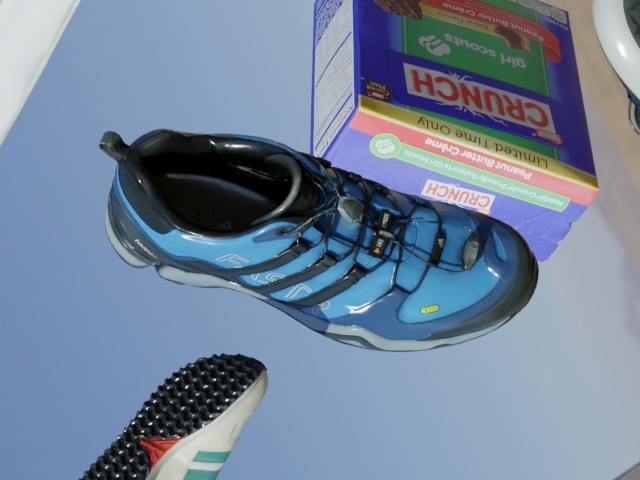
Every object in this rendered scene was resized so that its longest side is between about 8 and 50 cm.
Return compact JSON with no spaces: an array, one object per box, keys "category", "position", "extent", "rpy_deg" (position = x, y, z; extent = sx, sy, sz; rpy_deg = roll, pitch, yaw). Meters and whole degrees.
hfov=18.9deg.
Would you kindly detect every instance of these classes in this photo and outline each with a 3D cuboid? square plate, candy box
[{"category":"square plate","position":[-0.297,-0.221,1.675],"extent":[0.049,0.347,0.344],"rpy_deg":[16,-140,-28]},{"category":"candy box","position":[0.132,-0.154,2.004],"extent":[0.268,0.122,0.317],"rpy_deg":[18,-140,-16]}]

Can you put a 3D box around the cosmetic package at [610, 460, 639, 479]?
[{"category":"cosmetic package","position":[0.195,0.277,0.754],"extent":[0.197,0.155,0.365],"rpy_deg":[-21,-80,-44]}]

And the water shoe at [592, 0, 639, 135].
[{"category":"water shoe","position":[0.184,-0.069,0.970],"extent":[0.203,0.080,0.073],"rpy_deg":[29,-117,-40]}]

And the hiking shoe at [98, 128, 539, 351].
[{"category":"hiking shoe","position":[0.000,0.000,1.290],"extent":[0.132,0.304,0.113],"rpy_deg":[101,179,-73]}]

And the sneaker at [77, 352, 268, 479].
[{"category":"sneaker","position":[-0.090,0.144,1.239],"extent":[0.057,0.161,0.075],"rpy_deg":[27,155,40]}]
